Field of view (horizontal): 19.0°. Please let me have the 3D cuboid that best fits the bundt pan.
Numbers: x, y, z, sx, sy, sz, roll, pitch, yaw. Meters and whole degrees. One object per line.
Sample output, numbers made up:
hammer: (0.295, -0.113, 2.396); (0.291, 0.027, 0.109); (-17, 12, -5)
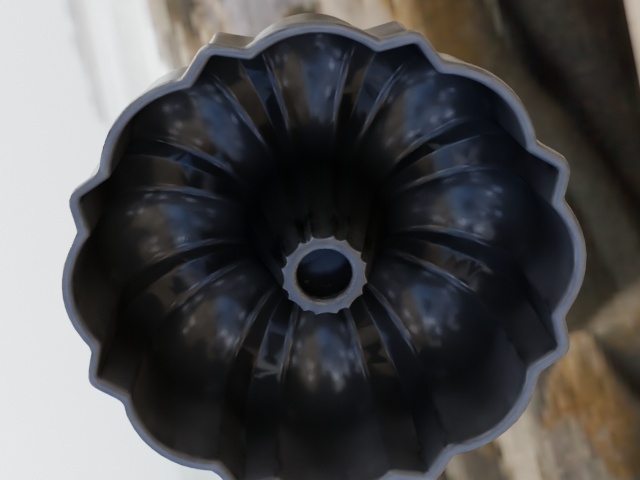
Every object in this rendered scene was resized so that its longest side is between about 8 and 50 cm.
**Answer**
bundt pan: (0.000, 0.000, 1.244); (0.124, 0.331, 0.330); (-98, -2, -68)
